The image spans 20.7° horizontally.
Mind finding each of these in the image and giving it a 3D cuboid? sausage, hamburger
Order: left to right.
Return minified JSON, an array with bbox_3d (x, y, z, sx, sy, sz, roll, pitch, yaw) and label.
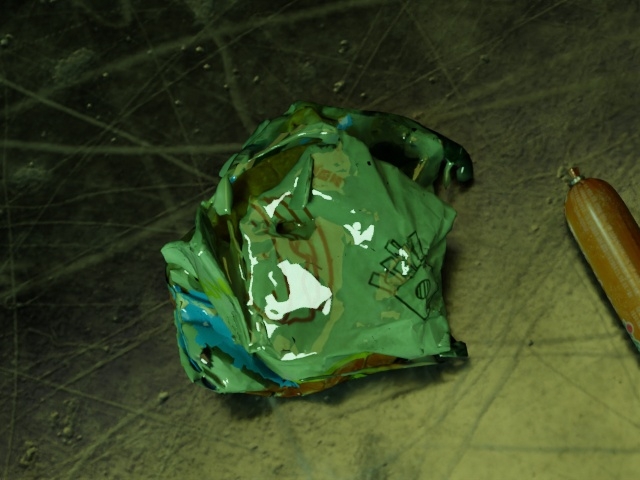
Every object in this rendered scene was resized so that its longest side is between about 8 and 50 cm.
[{"bbox_3d":[-0.005,-0.006,1.482,0.260,0.150,0.276,1,72,8],"label":"hamburger"},{"bbox_3d":[0.291,0.085,1.457,0.053,0.053,0.348,-28,71,0],"label":"sausage"}]
